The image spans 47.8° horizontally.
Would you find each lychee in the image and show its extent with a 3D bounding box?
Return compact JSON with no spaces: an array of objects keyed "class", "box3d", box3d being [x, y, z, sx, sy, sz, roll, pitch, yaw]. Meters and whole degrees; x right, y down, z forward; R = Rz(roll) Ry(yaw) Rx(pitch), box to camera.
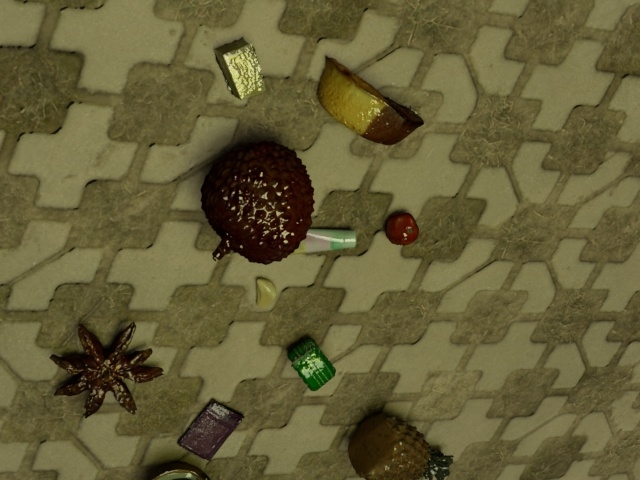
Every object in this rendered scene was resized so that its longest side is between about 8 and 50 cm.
[{"class":"lychee","box3d":[-0.142,-0.075,1.599,0.264,0.264,0.300,39,79,-28]}]

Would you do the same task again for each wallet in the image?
[{"class":"wallet","box3d":[-0.295,0.511,1.942,0.111,0.030,0.166,33,101,-28]}]

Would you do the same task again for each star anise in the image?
[{"class":"star anise","box3d":[-0.514,0.314,1.753,0.288,0.088,0.289,-8,115,-17]}]

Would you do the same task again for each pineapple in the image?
[{"class":"pineapple","box3d":[0.254,0.629,2.089,0.362,0.202,0.202,30,102,-34]}]

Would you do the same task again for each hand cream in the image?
[{"class":"hand cream","box3d":[0.000,0.000,1.805,0.174,0.047,0.076,-2,115,-8]}]

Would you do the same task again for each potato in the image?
[{"class":"potato","box3d":[-0.169,-0.370,1.571,0.086,0.061,0.122,-25,119,-8]}]

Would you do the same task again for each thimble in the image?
[{"class":"thimble","box3d":[-0.025,0.324,1.898,0.090,0.118,0.130,-35,137,-5]}]

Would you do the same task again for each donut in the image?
[{"class":"donut","box3d":[0.120,-0.288,1.656,0.294,0.151,0.112,24,114,-26]}]

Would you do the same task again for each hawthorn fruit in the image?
[{"class":"hawthorn fruit","box3d":[0.207,-0.032,1.838,0.093,0.093,0.093,-7,115,-15]}]

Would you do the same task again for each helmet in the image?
[{"class":"helmet","box3d":[-0.379,0.681,1.936,0.198,0.130,0.224,-33,108,-4]}]

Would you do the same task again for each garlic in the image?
[{"class":"garlic","box3d":[-0.137,0.133,1.820,0.053,0.041,0.083,1,120,-13]}]
